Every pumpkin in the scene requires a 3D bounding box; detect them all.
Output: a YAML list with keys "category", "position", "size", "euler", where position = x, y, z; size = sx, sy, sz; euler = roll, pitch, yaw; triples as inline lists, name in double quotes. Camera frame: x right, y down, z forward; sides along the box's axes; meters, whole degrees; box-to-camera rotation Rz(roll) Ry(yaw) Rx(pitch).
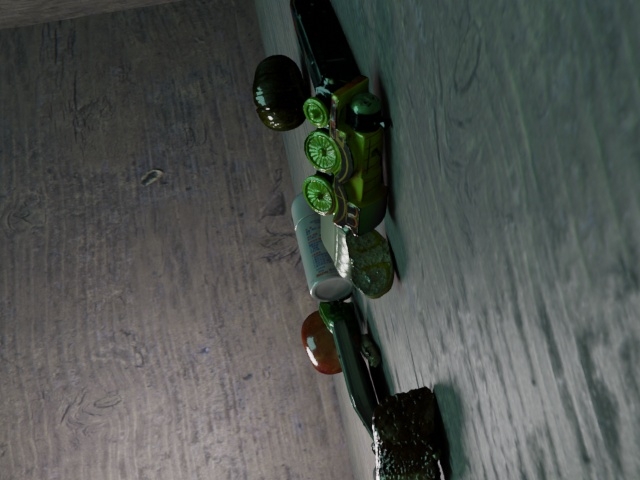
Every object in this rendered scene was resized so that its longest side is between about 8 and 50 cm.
- category: "pumpkin"
  position: [-0.114, -0.447, 2.465]
  size: [0.238, 0.159, 0.237]
  euler: [-9, -90, -73]

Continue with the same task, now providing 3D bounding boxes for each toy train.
- category: "toy train"
  position: [0.049, -0.153, 1.431]
  size: [0.161, 0.100, 0.296]
  euler: [29, 139, 28]
- category: "toy train"
  position: [0.011, -0.371, 1.641]
  size: [0.409, 0.086, 0.089]
  euler: [-106, 5, -45]

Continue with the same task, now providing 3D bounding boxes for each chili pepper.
- category: "chili pepper"
  position: [0.045, 0.195, 2.292]
  size: [0.253, 0.099, 0.083]
  euler: [-99, 11, -63]

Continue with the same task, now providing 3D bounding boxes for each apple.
- category: "apple"
  position: [0.036, 0.295, 2.379]
  size: [0.201, 0.162, 0.201]
  euler: [-22, -90, -82]

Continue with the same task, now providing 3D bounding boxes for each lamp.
- category: "lamp"
  position: [0.108, 0.376, 2.119]
  size: [0.266, 0.047, 0.269]
  euler: [63, -171, -46]

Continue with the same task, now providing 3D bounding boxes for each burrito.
- category: "burrito"
  position: [0.122, 0.278, 2.058]
  size: [0.171, 0.042, 0.051]
  euler: [-145, 38, -79]

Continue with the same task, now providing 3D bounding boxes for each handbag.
- category: "handbag"
  position: [0.070, 0.006, 1.913]
  size: [0.256, 0.079, 0.219]
  euler: [88, 159, -62]

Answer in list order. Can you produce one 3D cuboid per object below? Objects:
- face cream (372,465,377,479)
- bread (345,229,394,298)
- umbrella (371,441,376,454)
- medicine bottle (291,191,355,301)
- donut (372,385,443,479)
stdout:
- category: "face cream"
  position: [0.173, 0.559, 1.885]
  size: [0.283, 0.073, 0.073]
  euler: [105, 153, -79]
- category: "bread"
  position: [0.100, 0.055, 1.578]
  size: [0.157, 0.083, 0.094]
  euler: [-104, 3, -50]
- category: "umbrella"
  position: [0.157, 0.505, 1.976]
  size: [0.235, 0.066, 0.059]
  euler: [101, 161, -74]
- category: "medicine bottle"
  position: [0.000, 0.000, 2.297]
  size: [0.130, 0.130, 0.340]
  euler: [86, 171, -55]
- category: "donut"
  position: [0.157, 0.368, 1.441]
  size: [0.186, 0.126, 0.144]
  euler: [85, 179, -50]
